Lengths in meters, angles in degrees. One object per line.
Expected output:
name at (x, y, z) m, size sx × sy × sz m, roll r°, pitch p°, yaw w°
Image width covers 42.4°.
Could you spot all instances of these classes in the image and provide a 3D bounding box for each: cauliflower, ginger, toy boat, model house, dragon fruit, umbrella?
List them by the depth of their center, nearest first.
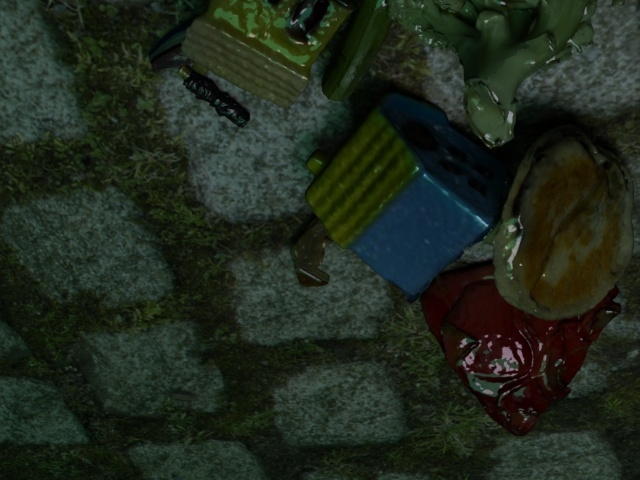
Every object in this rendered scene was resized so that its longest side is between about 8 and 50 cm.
cauliflower at (0.240, -0.309, 1.088) m, size 0.326 × 0.281 × 0.260 m, roll -13°, pitch 124°, yaw 28°
model house at (-0.076, -0.320, 1.194) m, size 0.193 × 0.175 × 0.234 m, roll 26°, pitch 127°, yaw -14°
toy boat at (-0.181, -0.318, 1.314) m, size 0.228 × 0.046 × 0.080 m, roll -14°, pitch 133°, yaw 19°
model house at (0.131, -0.083, 1.365) m, size 0.303 × 0.216 × 0.237 m, roll 36°, pitch 130°, yaw -6°
umbrella at (-0.180, -0.242, 1.384) m, size 0.144 × 0.040 × 0.037 m, roll 37°, pitch 136°, yaw -21°
dragon fruit at (0.377, 0.171, 1.537) m, size 0.286 × 0.228 × 0.329 m, roll 41°, pitch 128°, yaw -23°
ginger at (-0.002, -0.002, 1.563) m, size 0.069 × 0.051 × 0.173 m, roll 26°, pitch 133°, yaw -18°

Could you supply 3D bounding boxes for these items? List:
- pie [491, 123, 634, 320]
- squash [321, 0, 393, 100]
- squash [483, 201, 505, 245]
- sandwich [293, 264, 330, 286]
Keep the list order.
pie at (0.393, -0.026, 1.322) m, size 0.077 × 0.339 × 0.339 m, roll 14°, pitch 147°, yaw 50°
squash at (0.062, -0.309, 1.265) m, size 0.066 × 0.066 × 0.229 m, roll 21°, pitch 133°, yaw -10°
squash at (0.360, -0.038, 1.459) m, size 0.191 × 0.085 × 0.184 m, roll 22°, pitch 163°, yaw -32°
sandwich at (-0.025, 0.072, 1.646) m, size 0.083 × 0.031 × 0.044 m, roll 30°, pitch 126°, yaw -14°
